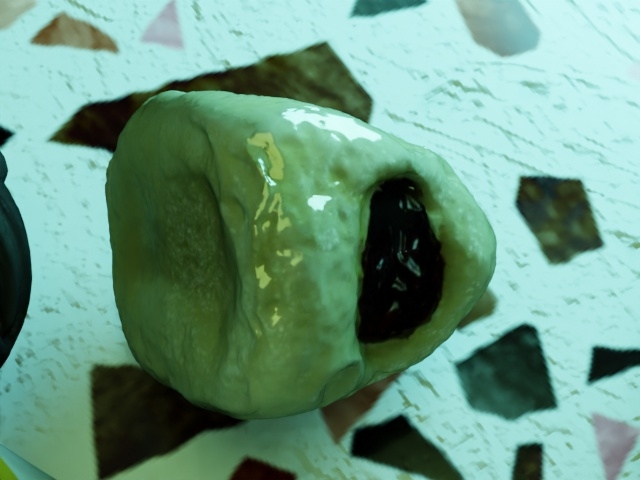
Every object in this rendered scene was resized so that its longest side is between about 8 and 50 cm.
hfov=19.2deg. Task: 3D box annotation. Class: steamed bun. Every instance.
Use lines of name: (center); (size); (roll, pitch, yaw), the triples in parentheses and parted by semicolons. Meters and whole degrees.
steamed bun: (0.000, 0.000, 0.873); (0.155, 0.172, 0.141); (-3, 101, -29)

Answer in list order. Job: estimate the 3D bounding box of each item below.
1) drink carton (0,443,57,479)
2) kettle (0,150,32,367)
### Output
drink carton: (-0.130, 0.139, 0.829); (0.200, 0.084, 0.074); (27, 54, 14)
kettle: (-0.271, 0.014, 0.831); (0.290, 0.207, 0.268); (-14, 25, -2)
